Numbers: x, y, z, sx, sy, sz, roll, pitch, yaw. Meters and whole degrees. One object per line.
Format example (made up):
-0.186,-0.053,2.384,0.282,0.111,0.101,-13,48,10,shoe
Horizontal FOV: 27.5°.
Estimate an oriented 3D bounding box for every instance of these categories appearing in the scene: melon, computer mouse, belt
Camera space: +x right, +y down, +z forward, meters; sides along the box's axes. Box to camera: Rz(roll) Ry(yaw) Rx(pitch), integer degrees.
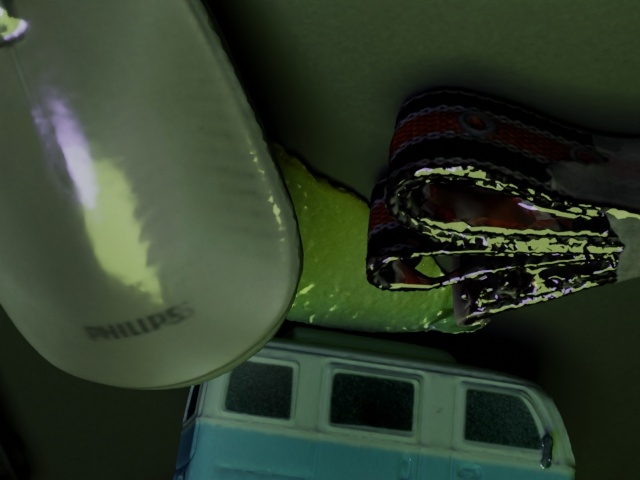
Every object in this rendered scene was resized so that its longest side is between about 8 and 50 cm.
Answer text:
0.001,0.001,0.864,0.262,0.053,0.114,23,111,-18,melon
-0.134,-0.057,0.740,0.197,0.095,0.330,-19,111,14,computer mouse
0.206,-0.020,0.777,0.360,0.094,0.126,-1,129,6,belt

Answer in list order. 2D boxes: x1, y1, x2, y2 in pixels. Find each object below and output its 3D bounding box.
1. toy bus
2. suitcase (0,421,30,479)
0.038,0.151,0.890,0.272,0.164,0.133,9,165,-10,toy bus
-0.353,0.122,0.983,0.206,0.066,0.285,-5,130,10,suitcase
